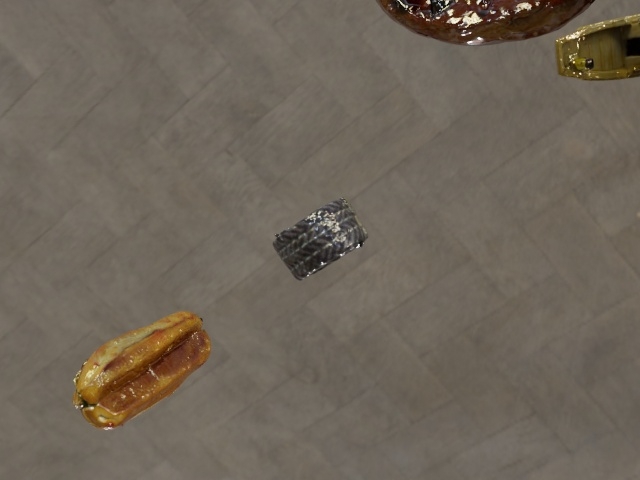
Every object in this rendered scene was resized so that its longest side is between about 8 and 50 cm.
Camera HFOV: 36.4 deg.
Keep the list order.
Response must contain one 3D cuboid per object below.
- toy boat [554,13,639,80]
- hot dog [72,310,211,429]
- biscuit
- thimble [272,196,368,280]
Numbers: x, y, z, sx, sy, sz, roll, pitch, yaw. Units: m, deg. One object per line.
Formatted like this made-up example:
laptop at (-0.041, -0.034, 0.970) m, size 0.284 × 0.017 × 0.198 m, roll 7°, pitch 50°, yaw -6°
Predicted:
toy boat at (0.339, -0.202, 0.990) m, size 0.226 × 0.088 × 0.068 m, roll -11°, pitch 100°, yaw -16°
hot dog at (-0.138, 0.097, 0.766) m, size 0.038 × 0.144 × 0.062 m, roll -11°, pitch 104°, yaw 36°
biscuit at (0.126, -0.218, 0.763) m, size 0.192 × 0.192 × 0.049 m, roll 1°, pitch 135°, yaw 16°
thimble at (-0.002, 0.001, 1.147) m, size 0.104 × 0.095 × 0.066 m, roll -33°, pitch 86°, yaw 18°
